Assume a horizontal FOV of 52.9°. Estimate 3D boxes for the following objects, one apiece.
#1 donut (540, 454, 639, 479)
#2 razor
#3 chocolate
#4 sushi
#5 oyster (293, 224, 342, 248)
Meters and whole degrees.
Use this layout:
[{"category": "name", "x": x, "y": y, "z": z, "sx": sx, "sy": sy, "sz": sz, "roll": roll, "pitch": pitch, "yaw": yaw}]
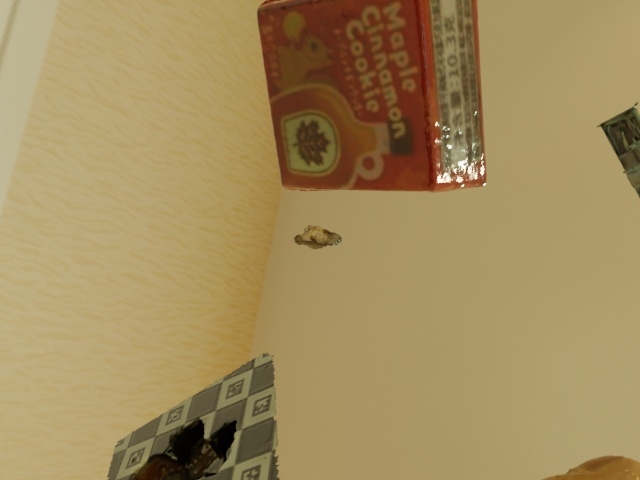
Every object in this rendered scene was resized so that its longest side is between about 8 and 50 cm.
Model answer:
[{"category": "donut", "x": 0.210, "y": 0.333, "z": 0.588, "sx": 0.317, "sy": 0.299, "sz": 0.150, "roll": -51, "pitch": -139, "yaw": 26}, {"category": "razor", "x": 0.191, "y": -0.051, "z": 0.308, "sx": 0.036, "sy": 0.211, "sz": 0.084, "roll": -26, "pitch": -98, "yaw": 2}, {"category": "chocolate", "x": 0.050, "y": -0.166, "z": 0.702, "sx": 0.235, "sy": 0.108, "sz": 0.237, "roll": 5, "pitch": -72, "yaw": 36}, {"category": "sushi", "x": -0.117, "y": 0.221, "z": 0.615, "sx": 0.210, "sy": 0.040, "sz": 0.192, "roll": -31, "pitch": -153, "yaw": 11}, {"category": "oyster", "x": 0.001, "y": -0.001, "z": 0.804, "sx": 0.054, "sy": 0.083, "sz": 0.019, "roll": 15, "pitch": -72, "yaw": 16}]
